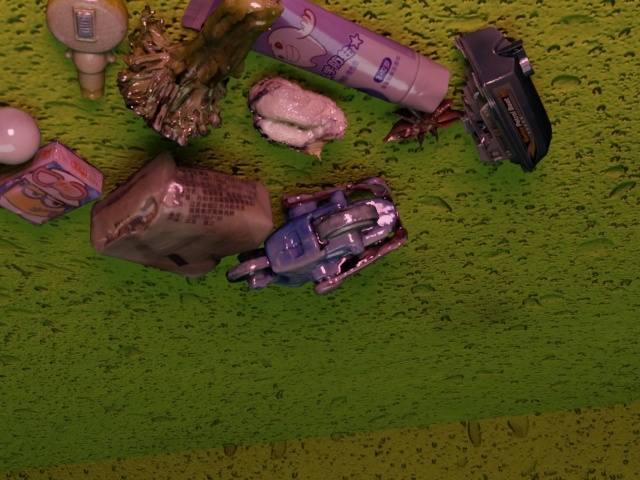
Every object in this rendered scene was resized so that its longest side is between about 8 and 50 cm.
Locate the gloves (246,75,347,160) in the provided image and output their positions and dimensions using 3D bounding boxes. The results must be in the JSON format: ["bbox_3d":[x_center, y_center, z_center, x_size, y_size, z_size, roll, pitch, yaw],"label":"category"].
[{"bbox_3d":[-0.041,-0.189,1.209,0.153,0.070,0.114,22,149,-25],"label":"gloves"}]

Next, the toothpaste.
[{"bbox_3d":[0.002,-0.271,1.094,0.371,0.079,0.125,19,145,-19],"label":"toothpaste"}]

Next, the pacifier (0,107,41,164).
[{"bbox_3d":[-0.526,-0.136,1.157,0.233,0.244,0.299,-22,134,-33],"label":"pacifier"}]

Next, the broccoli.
[{"bbox_3d":[-0.142,-0.236,1.009,0.165,0.145,0.304,18,154,-29],"label":"broccoli"}]

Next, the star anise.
[{"bbox_3d":[0.150,-0.189,1.240,0.129,0.056,0.124,-35,137,17],"label":"star anise"}]

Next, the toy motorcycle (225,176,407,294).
[{"bbox_3d":[0.006,0.022,1.448,0.319,0.181,0.241,-24,143,27],"label":"toy motorcycle"}]

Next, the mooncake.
[{"bbox_3d":[-0.235,-0.045,1.353,0.254,0.136,0.250,18,144,-40],"label":"mooncake"}]

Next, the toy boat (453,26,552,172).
[{"bbox_3d":[0.277,-0.190,1.204,0.122,0.114,0.296,-22,144,15],"label":"toy boat"}]

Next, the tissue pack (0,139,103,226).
[{"bbox_3d":[-0.456,-0.092,1.316,0.155,0.065,0.115,-19,146,23],"label":"tissue pack"}]

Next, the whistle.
[{"bbox_3d":[-0.311,-0.260,1.069,0.104,0.057,0.198,4,146,-12],"label":"whistle"}]
